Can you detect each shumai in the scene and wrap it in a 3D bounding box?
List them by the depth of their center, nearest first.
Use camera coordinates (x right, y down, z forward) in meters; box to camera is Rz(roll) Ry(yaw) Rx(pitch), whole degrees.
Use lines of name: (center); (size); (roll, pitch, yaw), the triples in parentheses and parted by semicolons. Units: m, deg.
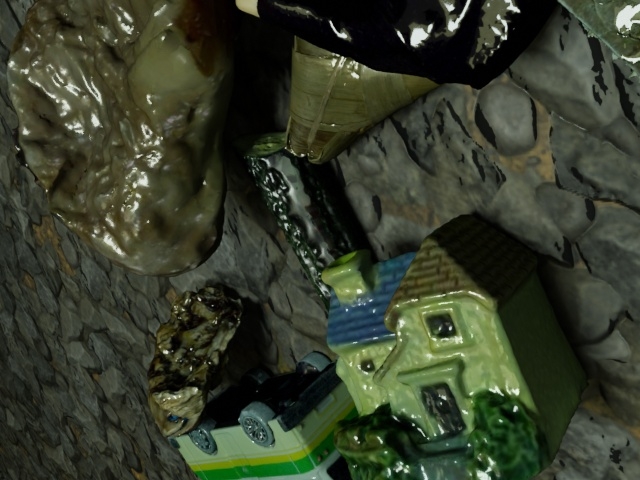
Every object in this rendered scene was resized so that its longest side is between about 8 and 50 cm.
shumai: (-0.137, -0.162, 0.714); (0.283, 0.217, 0.346); (-34, 64, 35)

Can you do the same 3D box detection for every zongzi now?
zongzi: (0.050, -0.119, 0.649); (0.176, 0.078, 0.160); (26, 138, 21)

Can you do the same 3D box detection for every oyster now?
oyster: (-0.180, 0.154, 0.956); (0.083, 0.214, 0.223); (31, 136, -18)

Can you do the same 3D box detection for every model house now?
model house: (0.087, 0.092, 0.643); (0.214, 0.195, 0.189); (-17, 95, 37)

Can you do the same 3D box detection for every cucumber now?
cucumber: (0.001, -0.001, 0.769); (0.077, 0.077, 0.265); (-15, 107, 49)

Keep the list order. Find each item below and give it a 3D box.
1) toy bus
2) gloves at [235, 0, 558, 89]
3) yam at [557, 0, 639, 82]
toy bus: (-0.056, 0.254, 0.940); (0.276, 0.133, 0.165); (-26, 98, 49)
gloves: (0.029, -0.222, 0.530); (0.300, 0.152, 0.197); (27, 123, -2)
yam: (0.215, -0.176, 0.369); (0.154, 0.154, 0.255); (41, 131, 19)
